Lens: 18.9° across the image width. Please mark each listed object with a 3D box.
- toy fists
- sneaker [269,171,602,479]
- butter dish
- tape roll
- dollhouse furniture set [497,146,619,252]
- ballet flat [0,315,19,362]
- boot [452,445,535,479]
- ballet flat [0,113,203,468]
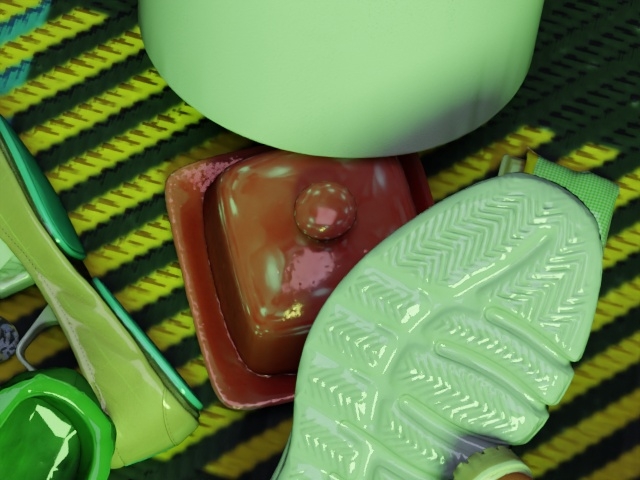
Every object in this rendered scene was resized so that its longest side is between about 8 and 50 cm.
[{"bbox_3d":[-0.182,0.199,1.019,0.096,0.142,0.279,22,78,-15],"label":"toy fists"},{"bbox_3d":[0.045,0.100,1.035,0.124,0.180,0.321,35,101,8],"label":"sneaker"},{"bbox_3d":[0.000,0.000,1.112,0.159,0.118,0.160,-12,73,-8],"label":"butter dish"},{"bbox_3d":[0.016,-0.189,1.107,0.246,0.169,0.246,3,47,-4],"label":"tape roll"},{"bbox_3d":[0.133,0.012,1.148,0.076,0.058,0.152,16,72,1],"label":"dollhouse furniture set"},{"bbox_3d":[-0.234,0.051,1.122,0.114,0.041,0.041,9,71,-1],"label":"ballet flat"},{"bbox_3d":[0.091,0.186,0.932,0.059,0.158,0.084,-18,41,-28],"label":"boot"},{"bbox_3d":[-0.158,0.030,1.116,0.073,0.080,0.232,-35,76,-1],"label":"ballet flat"}]
